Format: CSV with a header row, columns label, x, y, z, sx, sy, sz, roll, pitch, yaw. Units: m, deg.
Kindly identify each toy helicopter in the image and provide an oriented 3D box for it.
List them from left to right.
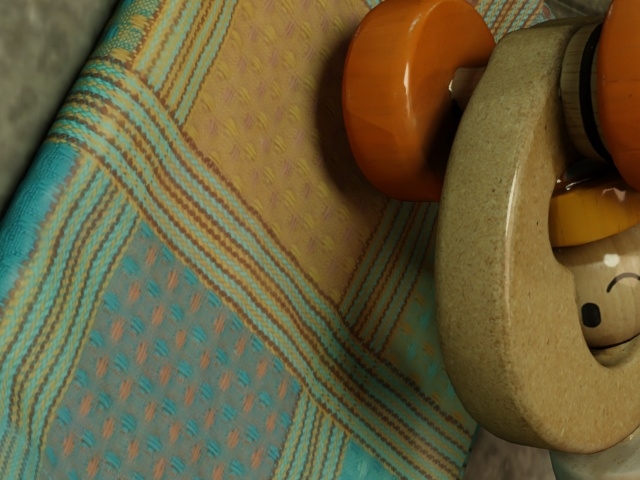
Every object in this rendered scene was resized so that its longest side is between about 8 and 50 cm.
label,x,y,z,sx,sy,sz,roll,pitch,yaw
toy helicopter,0.155,0.016,0.754,0.355,0.140,0.235,-3,92,-55

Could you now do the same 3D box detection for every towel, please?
label,x,y,z,sx,sy,sz,roll,pitch,yaw
towel,0.000,0.000,0.692,0.271,0.040,0.370,47,55,-40
